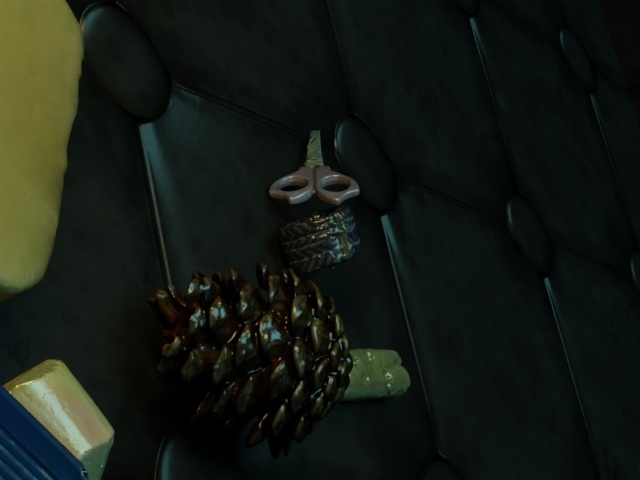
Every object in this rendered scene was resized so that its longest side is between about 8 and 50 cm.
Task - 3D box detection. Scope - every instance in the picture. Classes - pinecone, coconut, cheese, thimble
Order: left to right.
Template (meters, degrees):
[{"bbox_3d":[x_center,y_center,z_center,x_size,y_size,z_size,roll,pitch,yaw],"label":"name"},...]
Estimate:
[{"bbox_3d":[-0.367,-0.156,1.311,0.384,0.104,0.384,39,38,-39],"label":"cheese"},{"bbox_3d":[-0.232,0.172,1.270,0.122,0.116,0.116,58,29,-1],"label":"coconut"},{"bbox_3d":[-0.074,0.116,1.522,0.205,0.179,0.184,7,47,-27],"label":"pinecone"},{"bbox_3d":[-0.001,0.000,1.823,0.104,0.095,0.066,-161,-128,-79],"label":"thimble"},{"bbox_3d":[0.046,0.161,1.819,0.194,0.043,0.065,7,64,-57],"label":"cheese"}]

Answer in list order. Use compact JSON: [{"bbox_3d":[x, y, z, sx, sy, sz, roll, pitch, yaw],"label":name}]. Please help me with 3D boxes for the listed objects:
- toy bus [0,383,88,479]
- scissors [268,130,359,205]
[{"bbox_3d":[-0.323,0.147,1.073,0.287,0.175,0.138,50,32,-25],"label":"toy bus"},{"bbox_3d":[-0.007,-0.097,1.913,0.212,0.110,0.021,-89,179,-60],"label":"scissors"}]
